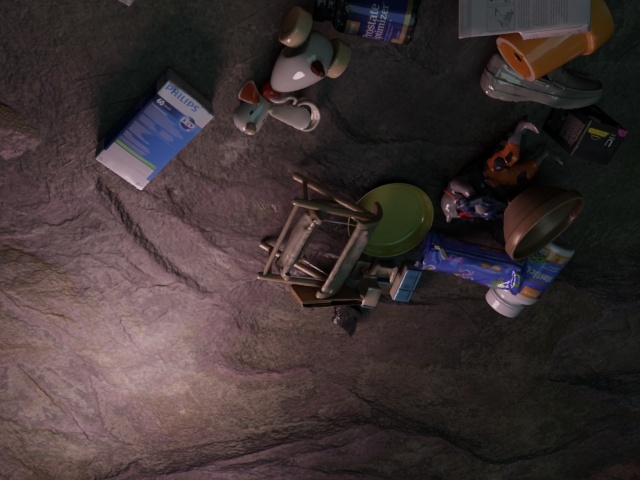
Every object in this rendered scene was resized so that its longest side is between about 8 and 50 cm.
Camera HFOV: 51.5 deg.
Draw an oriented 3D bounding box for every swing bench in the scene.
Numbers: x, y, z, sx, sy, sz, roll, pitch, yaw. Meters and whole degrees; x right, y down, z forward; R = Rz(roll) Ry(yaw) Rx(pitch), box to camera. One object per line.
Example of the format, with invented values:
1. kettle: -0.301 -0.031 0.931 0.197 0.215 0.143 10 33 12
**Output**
1. swing bench: 0.000 0.000 1.713 0.255 0.165 0.253 20 120 -14

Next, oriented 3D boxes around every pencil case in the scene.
1. pencil case: 0.421 0.059 1.842 0.306 0.133 0.119 15 81 5

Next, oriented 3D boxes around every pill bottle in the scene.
1. pill bottle: 0.096 -0.500 1.422 0.219 0.122 0.122 9 123 -3
2. pill bottle: 0.607 0.092 1.955 0.153 0.152 0.272 16 119 -23

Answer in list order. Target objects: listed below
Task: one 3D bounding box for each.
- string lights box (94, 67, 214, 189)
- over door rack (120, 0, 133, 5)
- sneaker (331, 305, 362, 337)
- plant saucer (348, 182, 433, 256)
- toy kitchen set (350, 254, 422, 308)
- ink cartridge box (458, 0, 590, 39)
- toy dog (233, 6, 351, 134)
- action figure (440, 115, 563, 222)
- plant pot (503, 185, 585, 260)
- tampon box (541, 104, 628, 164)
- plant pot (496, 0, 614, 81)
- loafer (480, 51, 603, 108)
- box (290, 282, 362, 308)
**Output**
1. string lights box: -0.382 -0.253 1.527 0.260 0.076 0.133 -41 124 16
2. over door rack: -0.443 -0.616 1.217 0.324 0.108 0.239 26 117 -5
3. sneaker: 0.061 0.219 1.981 0.089 0.051 0.170 -44 126 13
4. plant saucer: 0.190 -0.061 1.820 0.241 0.037 0.240 -6 125 -8
5. toy kitchen set: 0.192 0.146 1.888 0.207 0.166 0.122 9 122 -18
6. ink cartridge box: 0.424 -0.573 1.382 0.261 0.066 0.296 1 93 23
7. toy dog: -0.067 -0.332 1.451 0.220 0.160 0.333 9 136 -16
8. action figure: 0.469 -0.160 1.779 0.330 0.178 0.341 -36 155 20
9. plant pot: 0.561 -0.065 1.733 0.238 0.109 0.237 -27 151 -16
10. tampon box: 0.673 -0.284 1.696 0.121 0.161 0.101 10 122 -20
11. plant pot: 0.508 -0.465 1.484 0.188 0.205 0.205 -41 124 5
12. loafer: 0.552 -0.395 1.620 0.320 0.112 0.111 2 133 -14
13. box: 0.013 0.150 1.836 0.165 0.201 0.021 -3 99 -11
